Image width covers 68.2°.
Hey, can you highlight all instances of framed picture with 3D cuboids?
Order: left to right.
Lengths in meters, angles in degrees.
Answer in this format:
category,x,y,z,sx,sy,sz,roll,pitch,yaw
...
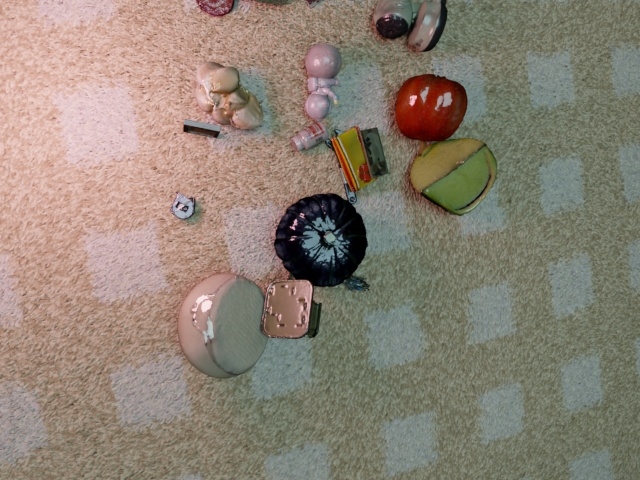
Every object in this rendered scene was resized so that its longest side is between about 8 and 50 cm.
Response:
category,x,y,z,sx,sy,sz,roll,pitch,yaw
framed picture,-0.432,-0.405,1.718,0.127,0.168,0.023,8,92,-17
framed picture,0.224,-0.364,1.962,0.136,0.010,0.201,-24,102,-47

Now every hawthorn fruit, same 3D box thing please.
category,x,y,z,sx,sy,sz,roll,pitch,yaw
hawthorn fruit,0.444,-0.509,1.941,0.286,0.287,0.331,6,105,-17

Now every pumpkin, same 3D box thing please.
category,x,y,z,sx,sy,sz,roll,pitch,yaw
pumpkin,0.000,0.000,1.820,0.363,0.266,0.364,0,92,-16

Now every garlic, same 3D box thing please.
category,x,y,z,sx,sy,sz,roll,pitch,yaw
garlic,-0.355,-0.511,1.728,0.184,0.203,0.281,-18,119,25

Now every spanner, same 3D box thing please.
category,x,y,z,sx,sy,sz,roll,pitch,yaw
spanner,0.090,-0.301,1.959,0.087,0.024,0.316,-17,99,-14

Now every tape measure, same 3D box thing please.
category,x,y,z,sx,sy,sz,roll,pitch,yaw
tape measure,-0.511,-0.126,1.771,0.091,0.054,0.094,17,86,-11

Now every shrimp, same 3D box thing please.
category,x,y,z,sx,sy,sz,roll,pitch,yaw
shrimp,0.131,0.167,1.986,0.174,0.076,0.082,28,44,-12

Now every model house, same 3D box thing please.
category,x,y,z,sx,sy,sz,roll,pitch,yaw
model house,-0.067,0.294,1.817,0.278,0.204,0.219,42,51,-55

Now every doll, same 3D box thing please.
category,x,y,z,sx,sy,sz,roll,pitch,yaw
doll,0.001,-0.613,1.853,0.150,0.151,0.288,6,94,-17

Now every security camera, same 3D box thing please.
category,x,y,z,sx,sy,sz,roll,pitch,yaw
security camera,0.352,-0.899,1.921,0.277,0.197,0.191,15,80,-10

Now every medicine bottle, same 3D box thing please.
category,x,y,z,sx,sy,sz,roll,pitch,yaw
medicine bottle,-0.044,-0.408,1.881,0.140,0.079,0.079,-29,101,-13

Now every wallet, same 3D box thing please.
category,x,y,z,sx,sy,sz,roll,pitch,yaw
wallet,0.148,-0.334,1.932,0.141,0.067,0.241,-33,107,-28

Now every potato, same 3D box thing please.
category,x,y,z,sx,sy,sz,roll,pitch,yaw
potato,0.571,-0.273,2.029,0.330,0.213,0.280,-38,130,10

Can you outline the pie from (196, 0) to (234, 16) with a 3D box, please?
category,x,y,z,sx,sy,sz,roll,pitch,yaw
pie,-0.395,-0.914,1.769,0.154,0.036,0.155,-1,93,-16

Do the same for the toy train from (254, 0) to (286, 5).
category,x,y,z,sx,sy,sz,roll,pitch,yaw
toy train,-0.220,-1.004,1.748,0.265,0.145,0.202,-3,93,-26

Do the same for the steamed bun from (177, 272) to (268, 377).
category,x,y,z,sx,sy,sz,roll,pitch,yaw
steamed bun,-0.365,0.307,1.718,0.374,0.241,0.375,18,69,-55

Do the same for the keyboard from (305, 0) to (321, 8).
category,x,y,z,sx,sy,sz,roll,pitch,yaw
keyboard,0.010,-0.995,1.895,0.166,0.017,0.055,-40,103,-11

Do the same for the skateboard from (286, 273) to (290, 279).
category,x,y,z,sx,sy,sz,roll,pitch,yaw
skateboard,-0.089,0.143,1.928,0.083,0.032,0.064,24,96,-15
